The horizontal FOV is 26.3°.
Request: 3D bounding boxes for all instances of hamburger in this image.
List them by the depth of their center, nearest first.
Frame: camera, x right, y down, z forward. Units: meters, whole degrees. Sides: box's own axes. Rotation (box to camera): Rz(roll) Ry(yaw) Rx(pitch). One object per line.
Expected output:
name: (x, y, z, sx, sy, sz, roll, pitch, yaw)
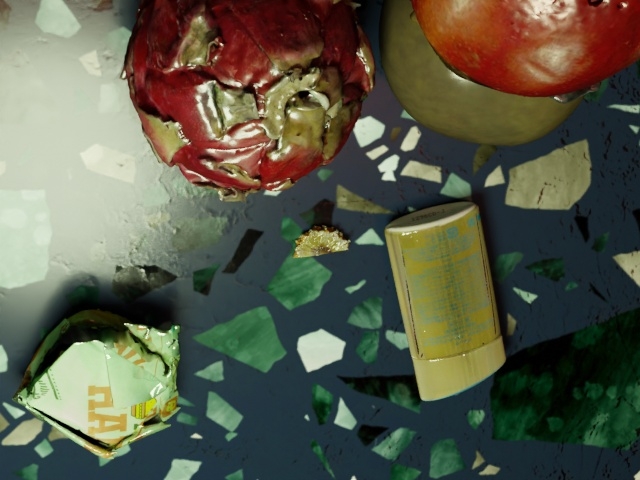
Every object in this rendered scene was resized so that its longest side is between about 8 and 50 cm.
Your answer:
hamburger: (-0.283, 0.181, 1.888, 0.214, 0.125, 0.235, 29, 106, -26)

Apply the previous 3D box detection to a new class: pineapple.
pineapple: (0.000, 0.000, 1.929, 0.083, 0.019, 0.045, -7, 115, -5)

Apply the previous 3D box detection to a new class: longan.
longan: (0.213, -0.264, 1.728, 0.297, 0.297, 0.297, -4, 111, -10)

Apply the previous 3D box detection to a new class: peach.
peach: (0.273, -0.352, 1.488, 0.339, 0.353, 0.416, 36, 120, 6)

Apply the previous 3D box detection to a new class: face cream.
face cream: (0.184, 0.092, 1.974, 0.139, 0.067, 0.285, -15, 112, -4)

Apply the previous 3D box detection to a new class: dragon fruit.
dragon fruit: (-0.089, -0.210, 1.679, 0.329, 0.329, 0.329, -4, 111, -10)
